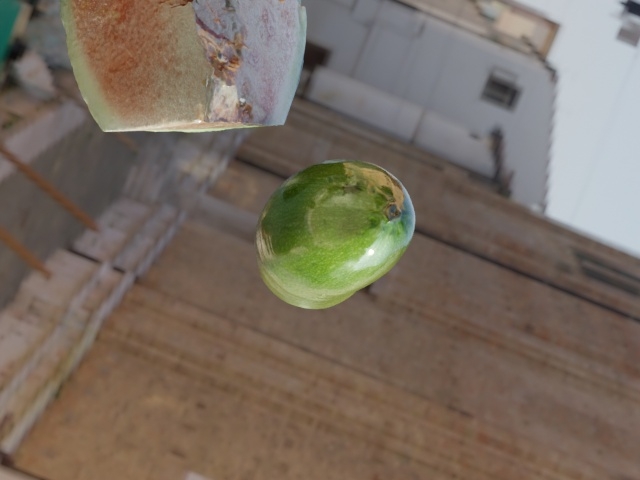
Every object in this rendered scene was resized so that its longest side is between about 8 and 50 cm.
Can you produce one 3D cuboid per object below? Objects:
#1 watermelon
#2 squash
[{"bbox_3d":[-0.116,-0.249,1.365,0.180,0.224,0.305,-172,-101,-74],"label":"watermelon"},{"bbox_3d":[0.000,0.000,1.251,0.395,0.107,0.107,139,-27,-82],"label":"squash"}]
